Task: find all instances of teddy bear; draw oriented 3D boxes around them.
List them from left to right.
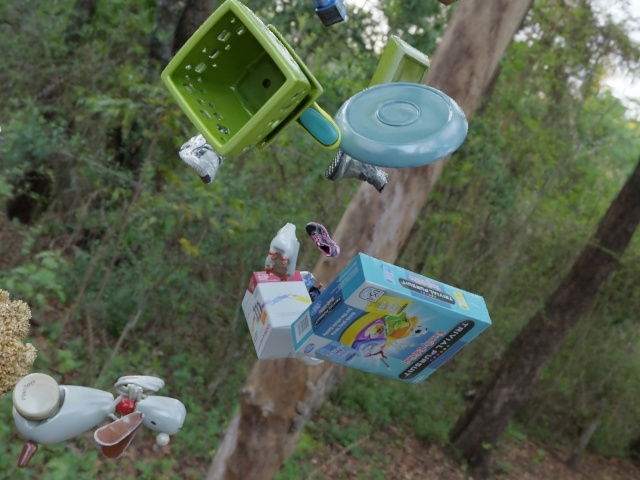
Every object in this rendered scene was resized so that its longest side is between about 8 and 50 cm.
[{"bbox_3d":[-0.840,0.245,1.946,0.338,0.245,0.113,-114,-173,-47],"label":"teddy bear"}]

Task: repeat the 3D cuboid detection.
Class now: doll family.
[{"bbox_3d":[-0.022,0.182,2.219,0.193,0.111,0.076,46,2,23],"label":"doll family"}]

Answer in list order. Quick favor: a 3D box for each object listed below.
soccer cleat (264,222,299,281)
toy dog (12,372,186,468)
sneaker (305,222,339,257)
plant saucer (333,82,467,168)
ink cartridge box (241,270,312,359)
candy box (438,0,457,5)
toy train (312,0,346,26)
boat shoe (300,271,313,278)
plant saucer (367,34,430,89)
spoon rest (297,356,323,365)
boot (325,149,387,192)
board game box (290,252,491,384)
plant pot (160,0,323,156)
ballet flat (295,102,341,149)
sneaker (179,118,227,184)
[{"bbox_3d":[-0.074,0.029,1.588,0.068,0.076,0.196,26,-21,3],"label":"soccer cleat"},{"bbox_3d":[-0.437,0.357,1.449,0.333,0.161,0.220,0,-26,6],"label":"toy dog"},{"bbox_3d":[0.000,0.000,2.069,0.119,0.047,0.057,47,25,10],"label":"sneaker"},{"bbox_3d":[0.181,-0.281,1.777,0.317,0.317,0.044,29,-37,31],"label":"plant saucer"},{"bbox_3d":[-0.098,0.180,1.852,0.127,0.128,0.176,0,45,-27],"label":"ink cartridge box"},{"bbox_3d":[0.425,-0.772,2.124,0.316,0.088,0.182,-14,-18,42],"label":"candy box"},{"bbox_3d":[0.009,-0.673,2.074,0.080,0.105,0.184,-14,-41,23],"label":"toy train"},{"bbox_3d":[-0.107,0.143,2.470,0.066,0.184,0.063,55,13,-20],"label":"boat shoe"},{"bbox_3d":[0.222,-0.439,2.100,0.045,0.189,0.188,31,12,38],"label":"plant saucer"},{"bbox_3d":[0.037,0.333,2.611,0.084,0.276,0.137,-136,-155,-65],"label":"spoon rest"},{"bbox_3d":[0.108,-0.181,2.030,0.161,0.083,0.246,34,22,-2],"label":"boot"},{"bbox_3d":[0.148,0.177,1.615,0.335,0.254,0.079,20,40,-29],"label":"board game box"},{"bbox_3d":[-0.144,-0.320,1.571,0.227,0.228,0.207,53,21,12],"label":"plant pot"},{"bbox_3d":[-0.038,-0.291,1.719,0.231,0.077,0.077,49,5,6],"label":"ballet flat"},{"bbox_3d":[-0.238,-0.219,1.765,0.094,0.153,0.235,49,2,-15],"label":"sneaker"}]
